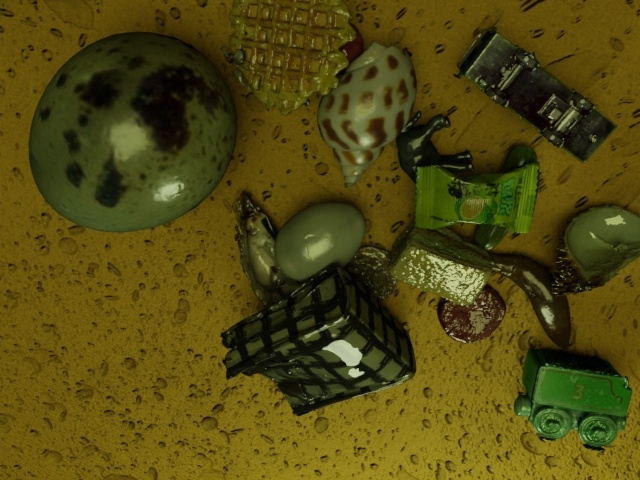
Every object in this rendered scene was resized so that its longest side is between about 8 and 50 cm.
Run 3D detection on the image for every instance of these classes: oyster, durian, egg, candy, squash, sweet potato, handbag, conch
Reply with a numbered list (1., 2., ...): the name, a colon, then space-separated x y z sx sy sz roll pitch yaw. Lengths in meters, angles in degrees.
1. oyster: -0.109 0.051 1.387 0.128 0.078 0.345 -26 105 -6
2. durian: 0.557 0.018 1.253 0.252 0.139 0.144 -28 115 -18
3. egg: 0.000 0.000 1.305 0.209 0.151 0.151 -33 105 11
4. candy: 0.303 -0.078 1.208 0.246 0.069 0.149 1 116 1
5. egg: -0.353 -0.188 1.170 0.345 0.345 0.428 45 119 -11
6. squash: 0.380 -0.088 1.277 0.066 0.066 0.229 19 113 -1
7. sweet potato: 0.454 0.107 1.337 0.346 0.079 0.108 44 122 -7
8. handbag: -0.003 0.235 1.343 0.327 0.163 0.325 -26 136 20
9. conch: 0.084 -0.233 1.194 0.182 0.149 0.275 5 144 -11

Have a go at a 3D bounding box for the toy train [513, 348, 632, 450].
1. toy train: 0.566 0.350 1.396 0.243 0.132 0.188 9 104 3

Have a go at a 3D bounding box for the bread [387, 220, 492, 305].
1. bread: 0.251 0.045 1.301 0.196 0.102 0.138 22 144 -2

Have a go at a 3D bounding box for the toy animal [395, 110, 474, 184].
1. toy animal: 0.243 -0.140 1.263 0.137 0.082 0.270 -21 114 17

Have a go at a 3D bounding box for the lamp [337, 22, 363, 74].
1. lamp: 0.030 -0.369 1.188 0.107 0.092 0.108 -1 76 5

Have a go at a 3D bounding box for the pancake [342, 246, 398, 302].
1. pancake: 0.111 0.077 1.392 0.139 0.022 0.140 2 112 5

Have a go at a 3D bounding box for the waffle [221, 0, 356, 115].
1. waffle: -0.059 -0.378 1.158 0.262 0.060 0.281 -32 78 30

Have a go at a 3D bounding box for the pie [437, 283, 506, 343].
1. pie: 0.337 0.162 1.391 0.153 0.038 0.154 1 110 4

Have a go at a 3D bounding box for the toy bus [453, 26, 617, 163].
1. toy bus: 0.398 -0.272 1.167 0.301 0.139 0.113 32 112 -15
